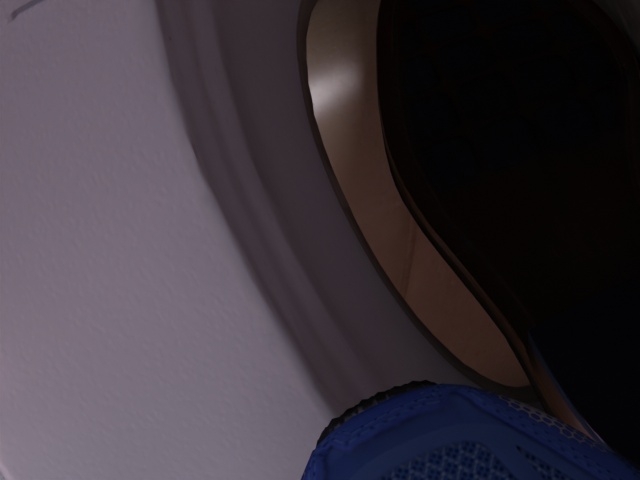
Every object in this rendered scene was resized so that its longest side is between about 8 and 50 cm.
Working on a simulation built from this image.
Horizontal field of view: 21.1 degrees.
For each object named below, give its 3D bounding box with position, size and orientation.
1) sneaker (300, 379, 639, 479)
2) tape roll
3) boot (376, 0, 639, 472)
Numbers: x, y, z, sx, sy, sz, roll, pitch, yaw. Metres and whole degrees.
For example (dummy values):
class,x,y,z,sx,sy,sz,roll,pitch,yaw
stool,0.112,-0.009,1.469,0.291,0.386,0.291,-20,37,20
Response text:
class,x,y,z,sx,sy,sz,roll,pitch,yaw
sneaker,0.089,0.147,0.301,0.330,0.129,0.147,56,172,33
tape roll,0.000,0.000,0.558,0.286,0.100,0.286,41,-146,-36
boot,0.072,0.010,0.514,0.106,0.082,0.219,74,176,-50
